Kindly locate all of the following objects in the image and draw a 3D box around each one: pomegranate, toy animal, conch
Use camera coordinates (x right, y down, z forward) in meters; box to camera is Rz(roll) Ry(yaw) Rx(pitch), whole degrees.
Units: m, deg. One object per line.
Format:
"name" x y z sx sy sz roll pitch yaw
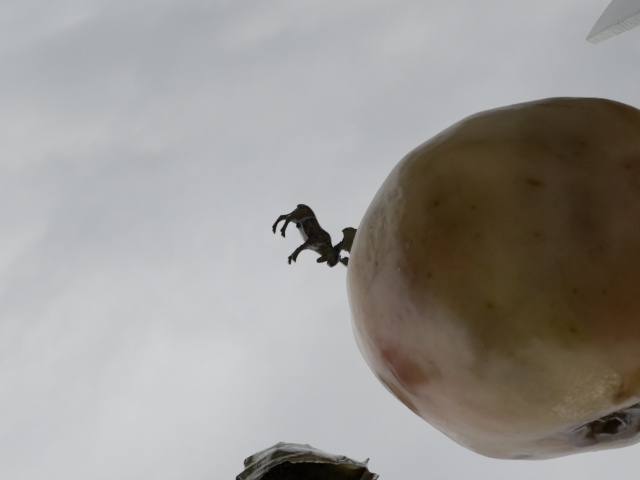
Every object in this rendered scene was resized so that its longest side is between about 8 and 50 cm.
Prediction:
"pomegranate" 0.225 0.037 0.634 0.412 0.411 0.411 -5 -141 4
"toy animal" 0.000 0.000 1.403 0.186 0.094 0.214 -26 -94 -19
"conch" -0.064 0.473 1.051 0.324 0.263 0.186 -35 -137 -11

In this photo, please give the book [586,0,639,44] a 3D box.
"book" 0.407 -0.338 0.638 0.021 0.217 0.310 33 -160 5
